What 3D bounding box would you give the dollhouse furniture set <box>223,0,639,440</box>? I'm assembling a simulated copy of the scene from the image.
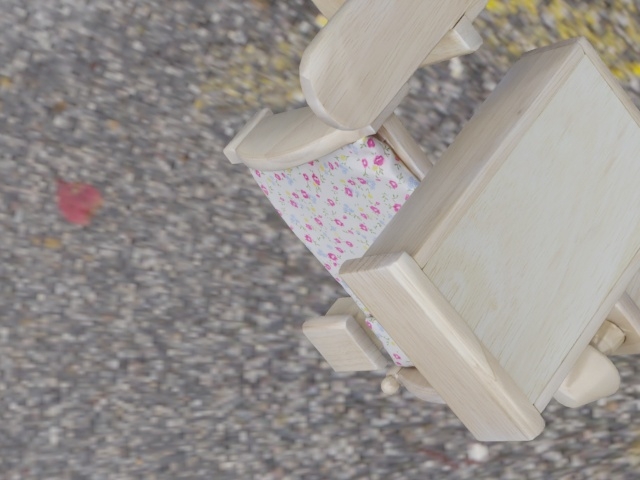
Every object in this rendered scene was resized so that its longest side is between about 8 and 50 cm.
[{"bbox_3d":[0.000,0.000,0.984,0.303,0.174,0.355,51,148,-20],"label":"dollhouse furniture set"}]
